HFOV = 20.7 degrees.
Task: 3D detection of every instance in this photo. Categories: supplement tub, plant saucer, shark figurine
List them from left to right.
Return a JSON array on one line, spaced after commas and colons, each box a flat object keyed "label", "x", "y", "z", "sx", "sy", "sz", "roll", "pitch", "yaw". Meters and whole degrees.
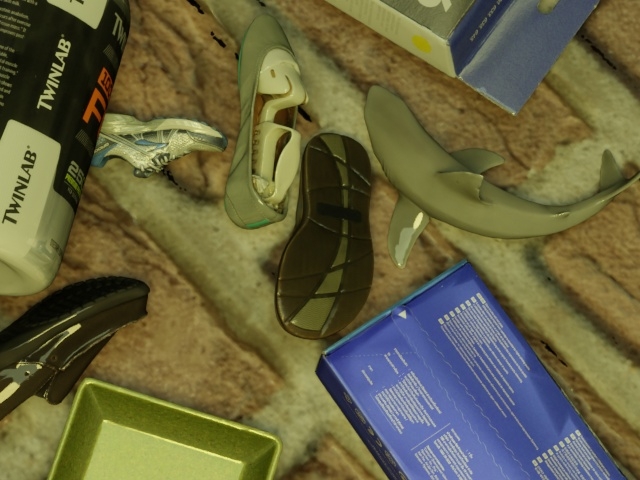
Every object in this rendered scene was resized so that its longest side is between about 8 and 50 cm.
[{"label": "supplement tub", "x": -0.291, "y": -0.137, "z": 1.550, "sx": 0.207, "sy": 0.207, "sz": 0.338, "roll": 14, "pitch": 72, "yaw": -1}, {"label": "plant saucer", "x": -0.148, "y": 0.237, "z": 1.527, "sx": 0.188, "sy": 0.045, "sz": 0.188, "roll": 17, "pitch": 71, "yaw": 1}, {"label": "shark figurine", "x": 0.166, "y": -0.049, "z": 1.615, "sx": 0.278, "sy": 0.116, "sz": 0.166, "roll": 13, "pitch": 73, "yaw": 1}]

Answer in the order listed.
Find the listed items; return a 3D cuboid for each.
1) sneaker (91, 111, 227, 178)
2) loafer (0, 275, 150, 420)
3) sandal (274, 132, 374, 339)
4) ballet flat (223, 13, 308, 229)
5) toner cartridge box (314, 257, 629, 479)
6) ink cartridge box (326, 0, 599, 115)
[{"label": "sneaker", "x": -0.154, "y": -0.084, "z": 1.634, "sx": 0.135, "sy": 0.052, "sz": 0.058, "roll": 3, "pitch": 82, "yaw": 3}, {"label": "loafer", "x": -0.244, "y": 0.105, "z": 1.555, "sx": 0.220, "sy": 0.080, "sz": 0.078, "roll": -29, "pitch": 110, "yaw": -14}, {"label": "sandal", "x": 0.000, "y": 0.000, "z": 1.613, "sx": 0.090, "sy": 0.060, "sz": 0.219, "roll": 13, "pitch": 56, "yaw": -15}, {"label": "ballet flat", "x": -0.041, "y": -0.113, "z": 1.633, "sx": 0.072, "sy": 0.068, "sz": 0.213, "roll": 22, "pitch": 69, "yaw": -43}, {"label": "toner cartridge box", "x": 0.160, "y": 0.205, "z": 1.551, "sx": 0.165, "sy": 0.075, "sz": 0.348, "roll": -32, "pitch": 78, "yaw": -15}, {"label": "ink cartridge box", "x": 0.143, "y": -0.321, "z": 1.710, "sx": 0.307, "sy": 0.072, "sz": 0.304, "roll": 32, "pitch": 69, "yaw": 12}]
